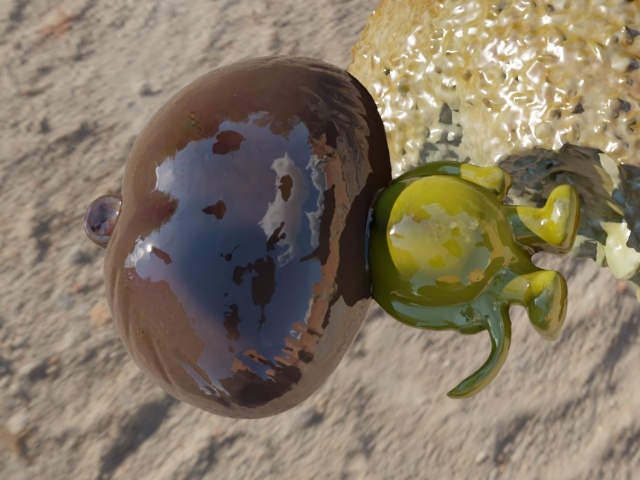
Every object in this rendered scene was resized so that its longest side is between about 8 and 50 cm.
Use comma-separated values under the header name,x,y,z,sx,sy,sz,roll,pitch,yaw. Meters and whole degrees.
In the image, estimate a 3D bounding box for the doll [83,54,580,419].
name,x,y,z,sx,sy,sz,roll,pitch,yaw
doll,-0.001,0.009,0.582,0.188,0.096,0.145,30,85,15

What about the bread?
name,x,y,z,sx,sy,sz,roll,pitch,yaw
bread,0.135,-0.080,0.746,0.314,0.171,0.192,40,111,48
